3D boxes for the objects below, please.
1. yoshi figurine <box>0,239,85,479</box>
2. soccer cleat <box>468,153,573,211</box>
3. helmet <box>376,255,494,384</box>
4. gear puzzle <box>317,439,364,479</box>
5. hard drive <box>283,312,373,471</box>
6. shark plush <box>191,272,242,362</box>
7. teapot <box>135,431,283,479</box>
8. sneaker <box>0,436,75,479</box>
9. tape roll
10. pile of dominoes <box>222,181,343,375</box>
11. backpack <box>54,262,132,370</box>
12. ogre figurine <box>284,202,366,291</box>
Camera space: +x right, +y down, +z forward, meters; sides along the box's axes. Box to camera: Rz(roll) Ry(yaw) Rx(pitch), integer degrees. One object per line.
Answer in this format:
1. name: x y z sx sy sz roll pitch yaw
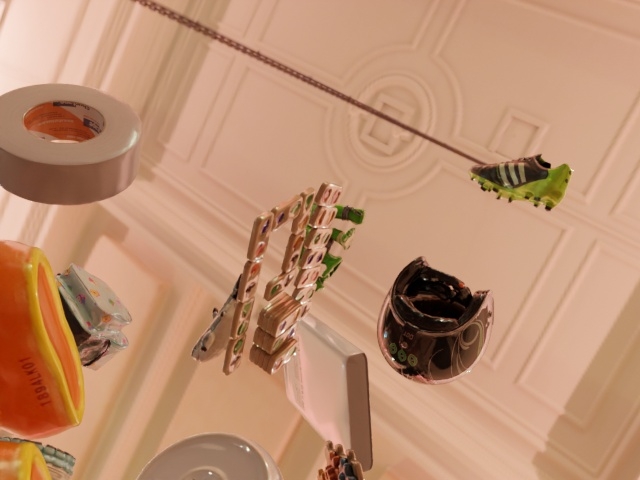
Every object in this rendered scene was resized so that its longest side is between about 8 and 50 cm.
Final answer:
1. yoshi figurine: -0.289 0.085 0.288 0.362 0.203 0.202 -9 -88 -7
2. soccer cleat: 0.289 -0.092 1.113 0.072 0.060 0.179 -58 -146 -5
3. helmet: 0.159 0.119 1.067 0.170 0.161 0.169 -3 -129 3
4. gear puzzle: 0.023 0.408 1.207 0.339 0.044 0.175 135 -58 -76
5. hard drive: 0.004 0.278 1.534 0.353 0.047 0.232 -154 -123 -65
6. shark plush: -0.170 0.129 1.281 0.067 0.073 0.161 14 -91 52
7. teapot: -0.152 0.427 1.145 0.253 0.187 0.256 -19 -144 -9
8. sneaker: -0.441 0.286 0.893 0.110 0.283 0.122 106 -9 -58
9. tape roll: -0.373 -0.144 1.120 0.219 0.219 0.072 44 -44 32
10. pile of dominoes: -0.031 0.050 0.946 0.040 0.196 0.251 30 -54 20
11. backpack: -0.423 0.141 1.364 0.144 0.188 0.166 -40 -113 -10
12. ogre figurine: 0.000 0.000 1.596 0.118 0.097 0.197 34 -58 19
